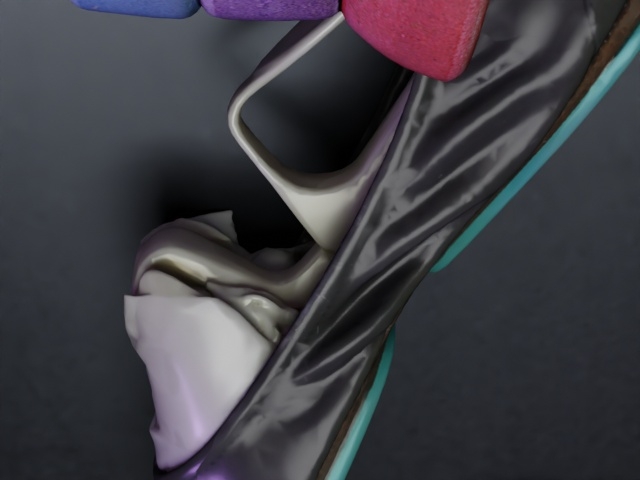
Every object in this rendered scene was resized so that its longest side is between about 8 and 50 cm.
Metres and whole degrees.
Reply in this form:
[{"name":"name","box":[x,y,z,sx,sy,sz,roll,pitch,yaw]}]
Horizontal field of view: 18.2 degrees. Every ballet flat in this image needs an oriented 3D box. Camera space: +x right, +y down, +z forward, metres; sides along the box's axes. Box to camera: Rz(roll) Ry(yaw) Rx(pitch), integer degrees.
[{"name":"ballet flat","box":[0.000,0.000,0.630,0.096,0.095,0.280,30,102,-9]}]

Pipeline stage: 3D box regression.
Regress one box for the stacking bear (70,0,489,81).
[{"name":"stacking bear","box":[-0.086,-0.149,0.497,0.289,0.175,0.164,13,90,1]}]
